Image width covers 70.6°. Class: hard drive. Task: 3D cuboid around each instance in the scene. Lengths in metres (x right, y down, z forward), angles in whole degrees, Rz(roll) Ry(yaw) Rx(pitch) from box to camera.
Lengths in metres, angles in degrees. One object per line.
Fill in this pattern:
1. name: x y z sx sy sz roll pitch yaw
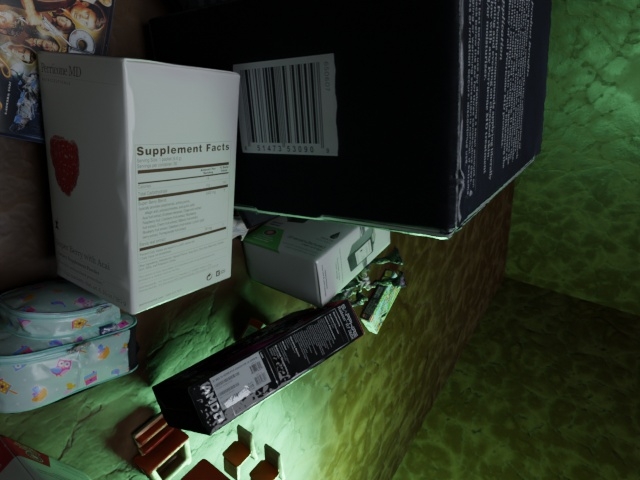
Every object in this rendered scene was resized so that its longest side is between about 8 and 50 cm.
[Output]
1. hard drive: -0.139 -0.097 0.885 0.094 0.022 0.135 -27 88 -49

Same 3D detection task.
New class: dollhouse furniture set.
1. dollhouse furniture set: -0.237 0.452 0.851 0.262 0.259 0.135 -36 135 -43

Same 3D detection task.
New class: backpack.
1. backpack: -0.364 0.137 0.606 0.188 0.166 0.144 -26 123 -53

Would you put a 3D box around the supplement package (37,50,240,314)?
1. supplement package: -0.236 -0.086 0.606 0.175 0.177 0.293 -20 121 -54

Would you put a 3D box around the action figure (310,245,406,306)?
1. action figure: 0.097 0.113 1.270 0.141 0.275 0.164 -98 173 -85

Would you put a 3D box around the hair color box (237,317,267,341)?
1. hair color box: -0.138 0.251 1.099 0.072 0.043 0.141 -59 143 -19

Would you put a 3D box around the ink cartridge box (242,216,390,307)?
1. ink cartridge box: 0.000 0.000 1.034 0.289 0.211 0.121 -38 132 -42

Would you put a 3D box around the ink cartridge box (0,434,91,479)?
1. ink cartridge box: -0.367 0.420 0.634 0.114 0.273 0.197 -53 142 -27

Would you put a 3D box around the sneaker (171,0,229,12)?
1. sneaker: -0.197 -0.396 0.709 0.234 0.084 0.097 -3 132 -54

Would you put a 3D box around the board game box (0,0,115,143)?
1. board game box: -0.353 -0.246 0.558 0.165 0.042 0.243 1 104 -56

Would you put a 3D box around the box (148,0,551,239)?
1. box: 0.076 -0.237 0.754 0.472 0.480 0.297 -28 120 -51

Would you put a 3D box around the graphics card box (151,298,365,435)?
1. graphics card box: -0.119 0.239 0.900 0.371 0.233 0.094 -24 91 -37

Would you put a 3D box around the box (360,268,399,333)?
1. box: 0.217 0.215 1.603 0.207 0.036 0.114 -59 144 -20

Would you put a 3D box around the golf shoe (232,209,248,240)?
1. golf shoe: -0.197 -0.023 0.870 0.176 0.069 0.086 -8 117 -53
